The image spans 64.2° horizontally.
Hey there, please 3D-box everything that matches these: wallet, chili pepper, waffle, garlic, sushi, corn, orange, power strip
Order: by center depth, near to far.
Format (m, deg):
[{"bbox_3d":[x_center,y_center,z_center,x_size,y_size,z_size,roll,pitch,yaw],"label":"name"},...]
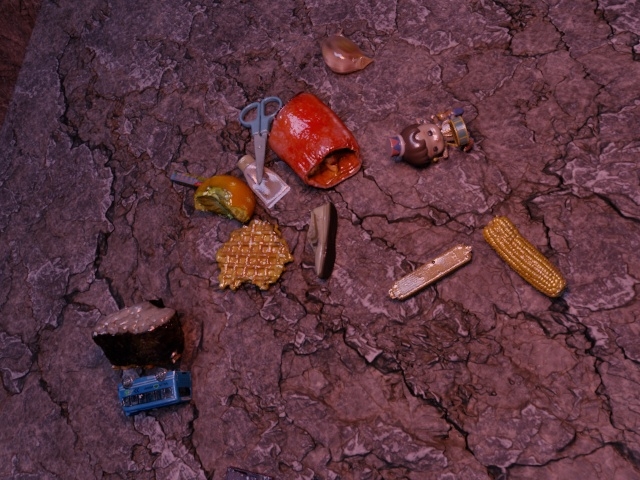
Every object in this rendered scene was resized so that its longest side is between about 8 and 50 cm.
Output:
[{"bbox_3d":[0.594,0.048,1.488,0.101,0.101,0.291,-42,65,4],"label":"corn"},{"bbox_3d":[-0.228,0.778,1.594,0.166,0.030,0.111,2,77,25],"label":"wallet"},{"bbox_3d":[0.340,0.106,1.599,0.305,0.044,0.064,-32,63,8],"label":"power strip"},{"bbox_3d":[-0.026,-0.345,1.817,0.251,0.229,0.305,-33,60,-10],"label":"chili pepper"},{"bbox_3d":[-0.627,0.335,1.822,0.349,0.207,0.234,-5,25,29],"label":"sushi"},{"bbox_3d":[-0.246,0.064,1.851,0.301,0.058,0.281,-23,62,15],"label":"waffle"},{"bbox_3d":[-0.348,-0.164,1.906,0.237,0.179,0.158,11,71,33],"label":"orange"},{"bbox_3d":[0.068,-0.753,2.006,0.128,0.149,0.266,-50,58,42],"label":"garlic"}]

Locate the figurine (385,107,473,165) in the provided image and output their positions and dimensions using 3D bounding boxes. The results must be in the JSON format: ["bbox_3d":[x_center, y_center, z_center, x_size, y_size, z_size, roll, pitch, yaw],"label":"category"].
[{"bbox_3d":[0.355,-0.329,1.686,0.276,0.158,0.161,-22,104,12],"label":"figurine"}]

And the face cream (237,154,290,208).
[{"bbox_3d":[-0.223,-0.234,1.955,0.114,0.070,0.224,-44,70,3],"label":"face cream"}]

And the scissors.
[{"bbox_3d":[-0.233,-0.388,1.982,0.193,0.029,0.446,-13,55,15],"label":"scissors"}]

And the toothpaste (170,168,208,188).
[{"bbox_3d":[-0.525,-0.244,2.073,0.194,0.070,0.044,15,76,27],"label":"toothpaste"}]

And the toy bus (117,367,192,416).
[{"bbox_3d":[-0.578,0.526,1.787,0.247,0.113,0.134,-16,71,15],"label":"toy bus"}]

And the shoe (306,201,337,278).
[{"bbox_3d":[0.000,0.000,1.750,0.098,0.103,0.274,-6,63,22],"label":"shoe"}]
